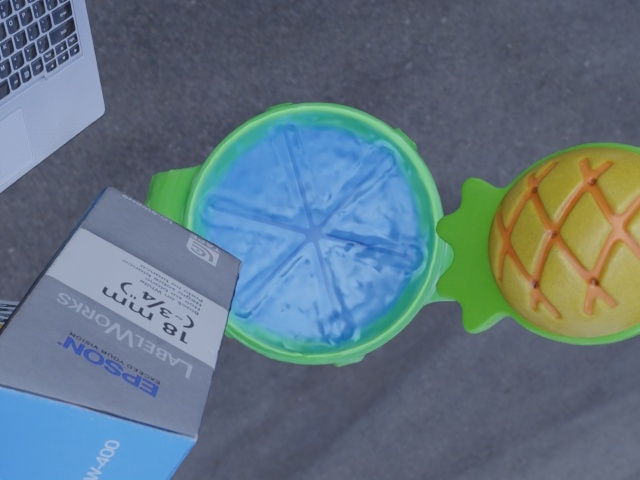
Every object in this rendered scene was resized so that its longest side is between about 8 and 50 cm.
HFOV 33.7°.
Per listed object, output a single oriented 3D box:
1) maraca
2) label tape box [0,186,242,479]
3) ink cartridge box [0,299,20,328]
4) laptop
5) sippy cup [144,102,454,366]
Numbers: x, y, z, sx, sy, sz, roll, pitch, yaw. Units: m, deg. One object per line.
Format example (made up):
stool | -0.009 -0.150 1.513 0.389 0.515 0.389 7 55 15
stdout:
maraca | 0.152 0.003 0.673 0.099 0.185 0.127 17 72 -48
label tape box | -0.156 0.136 0.529 0.106 0.334 0.240 32 107 -9
ink cartridge box | -0.376 0.142 1.014 0.272 0.309 0.130 5 97 3
laptop | -0.306 -0.206 1.173 0.382 0.236 0.408 -49 146 -43
sippy cup | 0.000 0.000 1.030 0.240 0.305 0.224 -40 175 0
